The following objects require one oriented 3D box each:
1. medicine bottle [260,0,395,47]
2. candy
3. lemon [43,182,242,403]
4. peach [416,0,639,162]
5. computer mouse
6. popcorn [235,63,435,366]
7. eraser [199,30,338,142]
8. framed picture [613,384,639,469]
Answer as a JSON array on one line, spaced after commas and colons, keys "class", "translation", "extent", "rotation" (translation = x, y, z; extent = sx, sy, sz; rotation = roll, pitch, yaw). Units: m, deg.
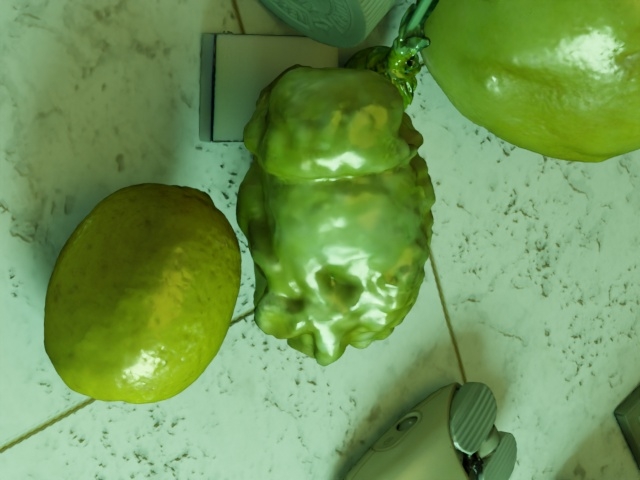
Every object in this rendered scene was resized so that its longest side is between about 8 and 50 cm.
[{"class": "medicine bottle", "translation": [0.068, -0.345, 1.707], "extent": [0.318, 0.158, 0.158], "rotation": [-53, 124, -20]}, {"class": "candy", "translation": [0.088, -0.196, 1.698], "extent": [0.073, 0.262, 0.077], "rotation": [10, 56, -18]}, {"class": "lemon", "translation": [-0.152, 0.043, 1.581], "extent": [0.170, 0.170, 0.207], "rotation": [29, 78, -37]}, {"class": "peach", "translation": [0.261, -0.233, 1.786], "extent": [0.316, 0.314, 0.281], "rotation": [72, 29, -44]}, {"class": "computer mouse", "translation": [0.109, 0.251, 1.866], "extent": [0.236, 0.082, 0.145], "rotation": [-39, 117, -27]}, {"class": "popcorn", "translation": [0.008, -0.043, 1.640], "extent": [0.173, 0.225, 0.286], "rotation": [-6, 118, -6]}, {"class": "eraser", "translation": [-0.046, -0.145, 1.728], "extent": [0.150, 0.023, 0.104], "rotation": [-3, 98, -38]}, {"class": "framed picture", "translation": [0.490, 0.261, 2.206], "extent": [0.247, 0.022, 0.335], "rotation": [-41, 119, -27]}]
